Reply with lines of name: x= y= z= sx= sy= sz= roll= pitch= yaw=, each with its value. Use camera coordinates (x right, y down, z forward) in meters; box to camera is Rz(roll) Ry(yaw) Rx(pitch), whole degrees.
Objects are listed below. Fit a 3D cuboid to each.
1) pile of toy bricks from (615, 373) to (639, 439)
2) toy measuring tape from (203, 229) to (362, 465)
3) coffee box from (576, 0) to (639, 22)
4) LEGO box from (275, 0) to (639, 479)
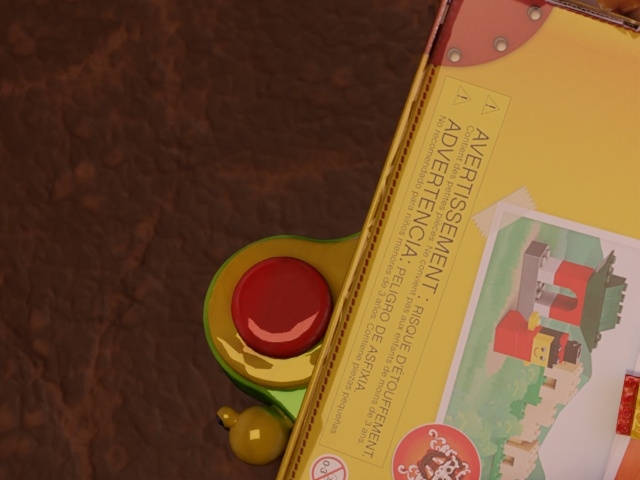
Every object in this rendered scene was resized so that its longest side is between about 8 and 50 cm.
pile of toy bricks: x=0.250 y=0.128 z=0.856 sx=0.212 sy=0.105 sz=0.118 roll=9 pitch=91 yaw=10
toy measuring tape: x=0.000 y=0.000 z=1.217 sx=0.121 sy=0.121 sz=0.330 roll=18 pitch=75 yaw=19
coffee box: x=0.204 y=-0.155 z=1.193 sx=0.141 sy=0.098 sz=0.246 roll=-15 pitch=74 yaw=12
LEGO box: x=0.182 y=0.135 z=1.021 sx=0.372 sy=0.193 sz=0.500 roll=20 pitch=93 yaw=10
